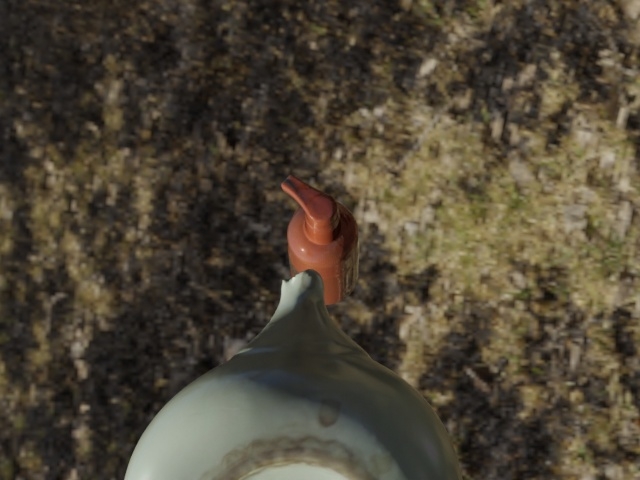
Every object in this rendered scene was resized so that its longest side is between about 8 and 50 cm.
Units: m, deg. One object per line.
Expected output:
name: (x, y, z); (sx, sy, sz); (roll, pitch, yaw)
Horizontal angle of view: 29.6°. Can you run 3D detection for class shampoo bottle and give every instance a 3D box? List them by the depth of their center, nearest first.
shampoo bottle: (0.002, 0.001, 1.329); (0.244, 0.085, 0.085); (83, 178, -70)

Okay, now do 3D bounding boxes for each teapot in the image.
teapot: (0.034, 0.189, 0.748); (0.220, 0.318, 0.149); (-52, 7, 5)
